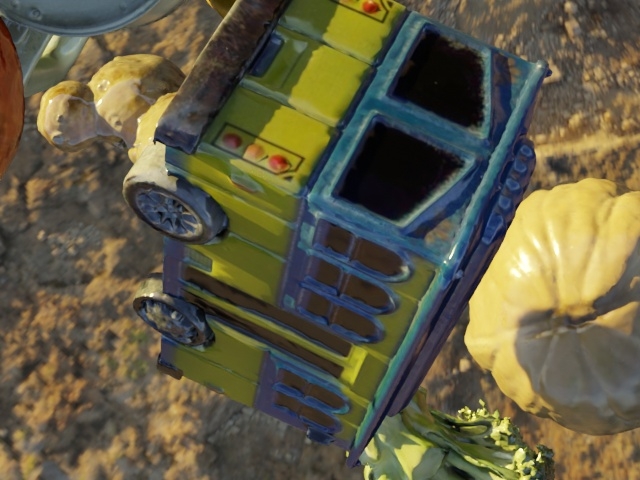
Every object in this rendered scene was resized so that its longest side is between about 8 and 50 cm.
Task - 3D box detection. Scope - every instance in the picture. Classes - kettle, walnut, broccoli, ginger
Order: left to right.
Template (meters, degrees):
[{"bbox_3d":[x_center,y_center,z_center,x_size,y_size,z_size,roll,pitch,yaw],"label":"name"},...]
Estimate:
[{"bbox_3d":[-0.214,-0.271,1.057,0.205,0.318,0.265,0,102,-3],"label":"kettle"},{"bbox_3d":[-0.217,-0.151,1.459,0.304,0.244,0.155,20,125,25],"label":"ginger"},{"bbox_3d":[0.095,0.183,1.158,0.252,0.221,0.361,-16,97,-13],"label":"broccoli"},{"bbox_3d":[0.237,0.055,0.951,0.225,0.261,0.225,2,96,23],"label":"walnut"}]

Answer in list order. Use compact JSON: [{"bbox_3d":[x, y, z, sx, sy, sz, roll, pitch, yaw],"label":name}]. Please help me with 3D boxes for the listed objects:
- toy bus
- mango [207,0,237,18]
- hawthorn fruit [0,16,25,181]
[{"bbox_3d":[0.000,0.000,0.616,0.175,0.138,0.287,25,151,5],"label":"toy bus"},{"bbox_3d":[-0.070,-0.274,1.219,0.190,0.098,0.075,38,153,30],"label":"mango"},{"bbox_3d":[-0.332,-0.100,0.702,0.242,0.272,0.242,-1,87,14],"label":"hawthorn fruit"}]
